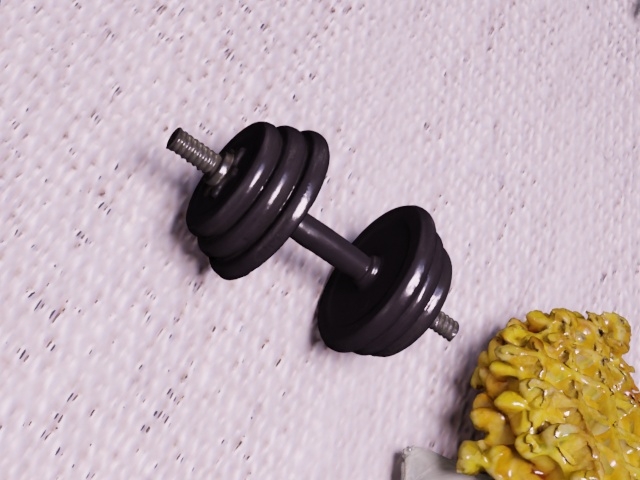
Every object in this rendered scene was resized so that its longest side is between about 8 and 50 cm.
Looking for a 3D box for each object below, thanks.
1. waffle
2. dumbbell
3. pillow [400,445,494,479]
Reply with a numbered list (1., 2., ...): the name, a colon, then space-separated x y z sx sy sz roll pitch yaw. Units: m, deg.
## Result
1. waffle: 0.176 0.125 0.769 0.193 0.070 0.197 46 35 0
2. dumbbell: 0.000 0.000 0.707 0.208 0.099 0.099 35 57 -22
3. pillow: 0.133 0.212 0.752 0.229 0.051 0.128 25 49 -27
